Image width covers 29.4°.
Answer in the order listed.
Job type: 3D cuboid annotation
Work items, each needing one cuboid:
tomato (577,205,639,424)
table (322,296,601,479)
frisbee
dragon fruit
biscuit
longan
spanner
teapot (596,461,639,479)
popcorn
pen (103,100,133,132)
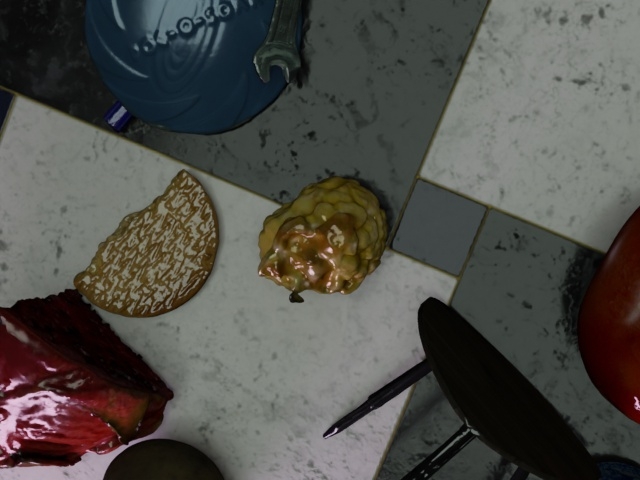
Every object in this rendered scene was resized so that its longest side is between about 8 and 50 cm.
[{"bbox_3d":[0.473,0.096,1.439,0.325,0.290,0.293,16,97,5],"label":"tomato"},{"bbox_3d":[0.134,0.273,1.501,0.317,0.317,0.249,45,106,3],"label":"table"},{"bbox_3d":[-0.165,-0.280,1.589,0.289,0.049,0.289,-1,102,-3],"label":"frisbee"},{"bbox_3d":[-0.378,0.207,1.642,0.302,0.240,0.330,38,122,-23],"label":"dragon fruit"},{"bbox_3d":[-0.218,0.020,1.653,0.144,0.033,0.224,43,98,1],"label":"biscuit"},{"bbox_3d":[-0.202,0.351,1.611,0.187,0.167,0.167,34,98,-21],"label":"longan"},{"bbox_3d":[-0.035,-0.349,1.583,0.071,0.017,0.302,12,87,-27],"label":"spanner"},{"bbox_3d":[0.369,0.371,1.541,0.232,0.159,0.159,-14,91,8],"label":"teapot"},{"bbox_3d":[0.000,0.000,1.562,0.180,0.180,0.170,-5,59,8],"label":"popcorn"},{"bbox_3d":[-0.195,-0.254,1.634,0.033,0.033,0.269,43,98,3],"label":"pen"}]
